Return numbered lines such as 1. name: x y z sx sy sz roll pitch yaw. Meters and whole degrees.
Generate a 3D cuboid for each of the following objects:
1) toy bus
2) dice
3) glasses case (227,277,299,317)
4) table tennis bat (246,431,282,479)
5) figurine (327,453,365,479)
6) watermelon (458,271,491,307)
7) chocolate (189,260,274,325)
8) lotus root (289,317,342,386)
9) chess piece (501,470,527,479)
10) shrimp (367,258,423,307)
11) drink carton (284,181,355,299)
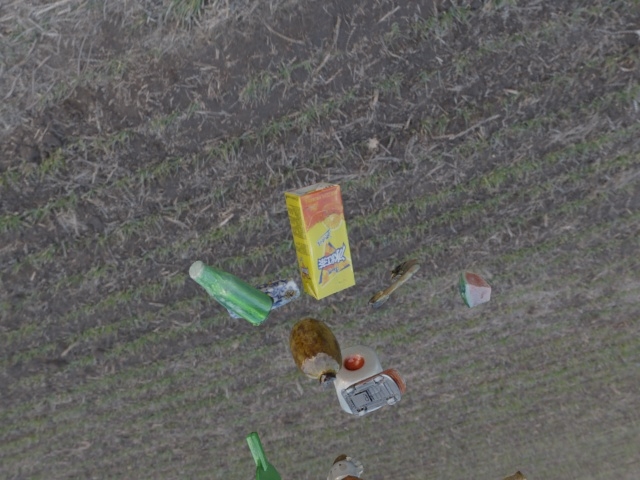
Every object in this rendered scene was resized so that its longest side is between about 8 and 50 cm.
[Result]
1. toy bus: 0.140 0.376 1.123 0.174 0.079 0.077 -37 169 36
2. dice: 0.149 0.536 1.729 0.194 0.193 0.191 -16 118 -3
3. glasses case: -0.193 0.195 1.506 0.248 0.065 0.086 -20 121 -4
4. table tennis bat: -0.166 0.711 1.357 0.039 0.257 0.160 -28 160 6
5. figurine: 0.088 0.758 1.358 0.144 0.271 0.143 0 94 -1
6. watermelon: 0.368 0.114 1.081 0.072 0.084 0.092 -33 145 9
7. chocolate: -0.268 0.151 1.329 0.110 0.110 0.291 -30 135 18
8. lotus root: -0.013 0.343 1.371 0.145 0.260 0.128 -15 123 -12
9. chess piece: 0.678 0.883 1.518 0.138 0.137 0.301 -13 173 2
10. shrimp: 0.160 0.103 1.026 0.148 0.035 0.195 -45 177 -15
11. drink carton: 0.000 0.000 1.450 0.155 0.111 0.351 -20 112 -25
